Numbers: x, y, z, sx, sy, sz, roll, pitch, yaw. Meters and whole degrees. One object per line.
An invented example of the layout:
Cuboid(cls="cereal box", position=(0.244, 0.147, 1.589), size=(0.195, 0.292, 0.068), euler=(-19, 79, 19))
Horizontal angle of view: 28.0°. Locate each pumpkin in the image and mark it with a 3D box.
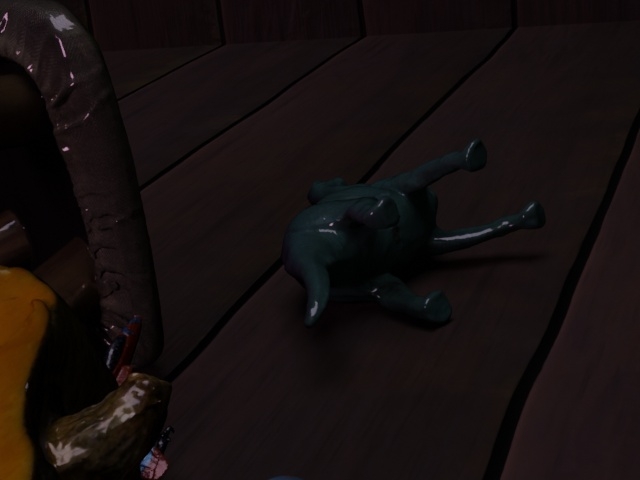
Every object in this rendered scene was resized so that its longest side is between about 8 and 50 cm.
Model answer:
Cuboid(cls="pumpkin", position=(-0.174, 0.137, 0.661), size=(0.221, 0.139, 0.317), euler=(-18, 29, -2))

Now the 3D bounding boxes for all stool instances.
Cuboid(cls="stool", position=(-0.299, -0.025, 1.013), size=(0.226, 0.310, 0.310), euler=(-24, 23, -30))

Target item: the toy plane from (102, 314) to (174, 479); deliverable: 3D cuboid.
Cuboid(cls="toy plane", position=(-0.150, 0.123, 0.870), size=(0.130, 0.061, 0.189), euler=(-2, 33, 17))

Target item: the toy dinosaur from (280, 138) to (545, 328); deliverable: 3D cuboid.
Cuboid(cls="toy dinosaur", position=(0.000, 0.000, 1.182), size=(0.331, 0.129, 0.383), euler=(-4, 17, 45))

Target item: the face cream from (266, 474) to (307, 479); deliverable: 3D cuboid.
Cuboid(cls="face cream", position=(0.051, 0.181, 0.625), size=(0.075, 0.075, 0.229), euler=(-23, 25, -39))
